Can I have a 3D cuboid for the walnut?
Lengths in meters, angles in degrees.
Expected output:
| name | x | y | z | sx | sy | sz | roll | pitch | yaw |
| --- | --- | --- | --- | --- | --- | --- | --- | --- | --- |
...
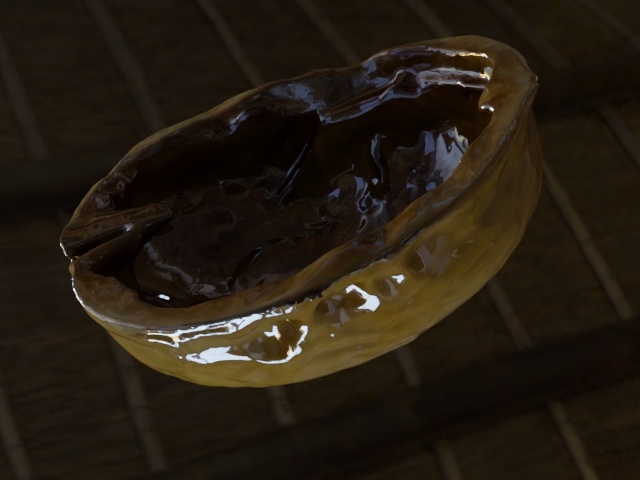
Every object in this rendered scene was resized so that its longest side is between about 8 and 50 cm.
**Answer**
| name | x | y | z | sx | sy | sz | roll | pitch | yaw |
| --- | --- | --- | --- | --- | --- | --- | --- | --- | --- |
| walnut | 0.002 | 0.001 | 0.701 | 0.211 | 0.087 | 0.167 | -16 | -149 | 21 |
